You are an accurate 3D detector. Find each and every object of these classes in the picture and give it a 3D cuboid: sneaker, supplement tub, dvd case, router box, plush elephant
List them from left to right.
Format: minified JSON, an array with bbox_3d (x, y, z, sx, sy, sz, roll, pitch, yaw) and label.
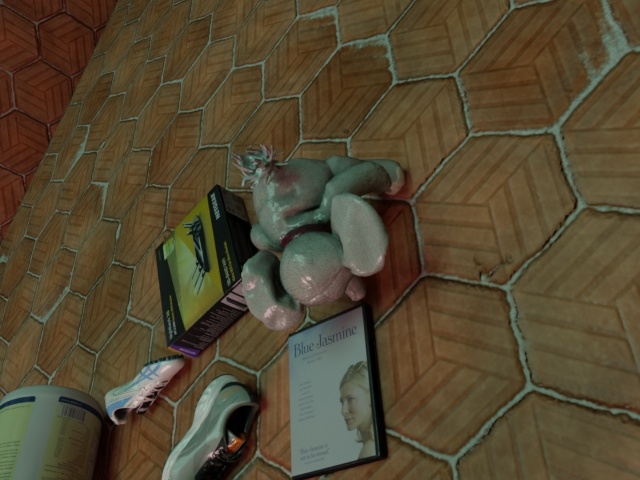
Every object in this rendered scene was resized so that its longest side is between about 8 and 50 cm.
[{"bbox_3d":[-0.615,0.506,1.306,0.235,0.235,0.324,-34,40,29],"label":"supplement tub"},{"bbox_3d":[-0.376,0.322,1.318,0.237,0.085,0.086,-37,71,21],"label":"sneaker"},{"bbox_3d":[-0.251,0.061,1.328,0.243,0.081,0.308,-43,42,20],"label":"router box"},{"bbox_3d":[-0.195,0.378,1.071,0.108,0.100,0.271,15,79,44],"label":"sneaker"},{"bbox_3d":[0.000,0.000,0.980,0.272,0.330,0.255,-26,68,25],"label":"plush elephant"},{"bbox_3d":[0.019,0.243,0.982,0.180,0.022,0.252,-29,49,33],"label":"dvd case"}]
